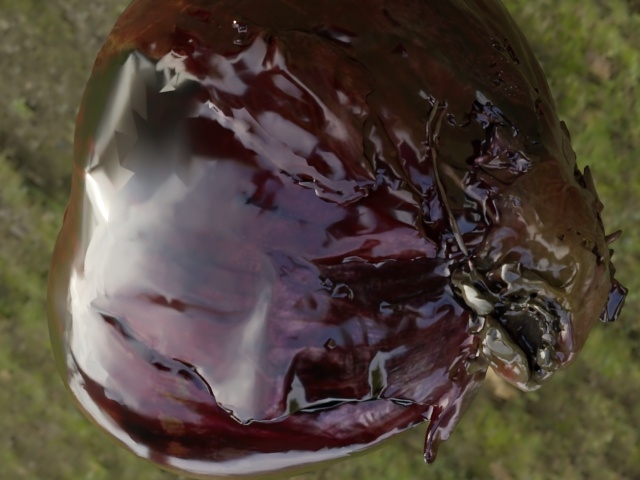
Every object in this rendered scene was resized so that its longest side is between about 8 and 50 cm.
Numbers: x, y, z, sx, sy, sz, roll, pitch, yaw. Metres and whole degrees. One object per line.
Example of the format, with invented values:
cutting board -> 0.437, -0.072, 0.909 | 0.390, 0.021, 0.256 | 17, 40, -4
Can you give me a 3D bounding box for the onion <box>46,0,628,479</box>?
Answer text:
onion -> -0.016, -0.010, 0.770 | 0.281, 0.281, 0.221 | 10, -177, 29
